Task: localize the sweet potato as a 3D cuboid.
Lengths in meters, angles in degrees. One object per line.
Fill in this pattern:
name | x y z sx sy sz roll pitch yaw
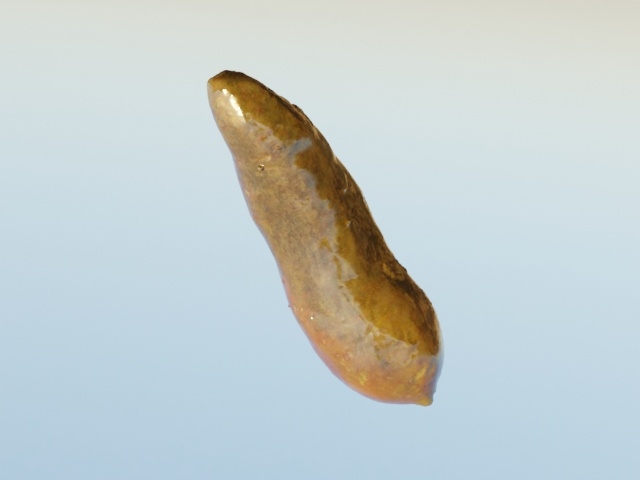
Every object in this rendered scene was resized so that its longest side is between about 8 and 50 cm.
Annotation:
sweet potato | -0.001 -0.001 1.313 0.097 0.292 0.097 -29 -163 10
